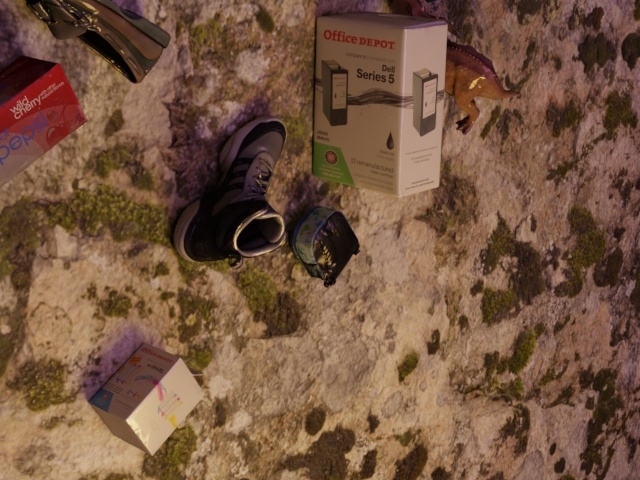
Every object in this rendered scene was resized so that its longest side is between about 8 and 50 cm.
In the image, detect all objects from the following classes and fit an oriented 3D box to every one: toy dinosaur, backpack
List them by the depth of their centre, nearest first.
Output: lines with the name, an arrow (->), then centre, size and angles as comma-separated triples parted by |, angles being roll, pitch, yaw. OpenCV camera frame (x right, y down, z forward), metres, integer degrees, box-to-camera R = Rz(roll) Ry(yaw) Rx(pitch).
backpack -> 0.000, 0.000, 1.810 | 0.105, 0.084, 0.114 | -51, 140, -24
toy dinosaur -> 0.229, -0.308, 1.863 | 0.200, 0.295, 0.127 | 119, -10, -51

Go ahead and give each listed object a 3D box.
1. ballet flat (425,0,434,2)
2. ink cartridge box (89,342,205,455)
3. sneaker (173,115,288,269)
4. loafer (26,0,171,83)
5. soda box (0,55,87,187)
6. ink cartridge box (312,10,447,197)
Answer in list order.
ballet flat -> 0.270, -0.555, 1.926 | 0.342, 0.116, 0.124 | -40, 110, -28
ink cartridge box -> -0.252, 0.228, 1.600 | 0.143, 0.092, 0.090 | -50, 134, -27
sneaker -> -0.097, -0.068, 1.625 | 0.269, 0.153, 0.101 | -57, 138, -18
loafer -> -0.301, -0.279, 1.374 | 0.267, 0.096, 0.084 | 22, 92, -52
soda box -> -0.417, -0.116, 1.302 | 0.263, 0.083, 0.092 | -45, 133, -30
ink cartridge box -> 0.094, -0.228, 1.751 | 0.114, 0.198, 0.273 | -17, 114, -43
